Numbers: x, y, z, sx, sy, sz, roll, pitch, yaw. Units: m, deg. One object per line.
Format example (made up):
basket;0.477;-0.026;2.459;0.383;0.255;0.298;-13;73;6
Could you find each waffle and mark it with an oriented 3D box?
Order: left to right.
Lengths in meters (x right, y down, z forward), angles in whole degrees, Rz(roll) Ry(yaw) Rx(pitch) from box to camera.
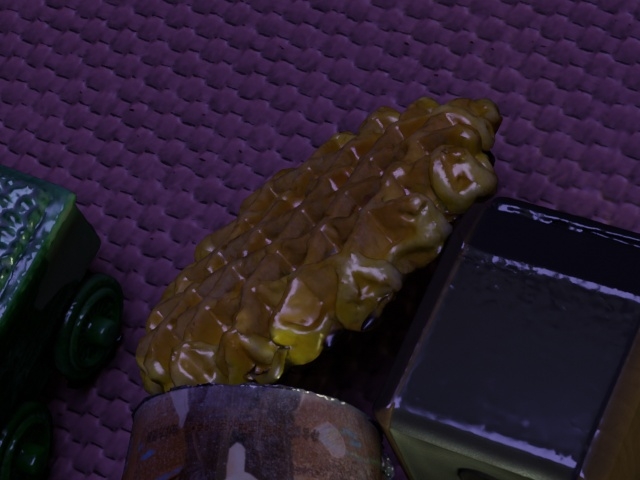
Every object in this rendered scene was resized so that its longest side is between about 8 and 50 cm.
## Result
waffle;-0.009;0.007;1.354;0.329;0.062;0.329;-34;18;12

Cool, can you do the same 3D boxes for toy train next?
toy train;-0.254;0.076;1.398;0.145;0.202;0.266;19;71;21

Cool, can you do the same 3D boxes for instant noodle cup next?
instant noodle cup;-0.049;0.217;1.258;0.217;0.217;0.207;-3;63;13

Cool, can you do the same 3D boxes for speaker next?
speaker;0.149;0.109;1.257;0.153;0.231;0.192;18;68;23
